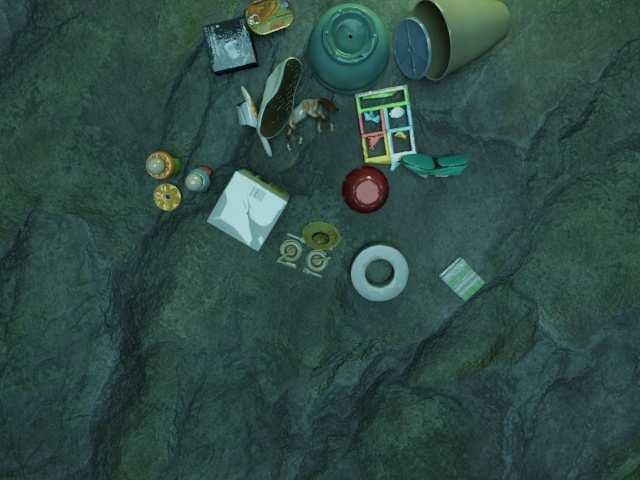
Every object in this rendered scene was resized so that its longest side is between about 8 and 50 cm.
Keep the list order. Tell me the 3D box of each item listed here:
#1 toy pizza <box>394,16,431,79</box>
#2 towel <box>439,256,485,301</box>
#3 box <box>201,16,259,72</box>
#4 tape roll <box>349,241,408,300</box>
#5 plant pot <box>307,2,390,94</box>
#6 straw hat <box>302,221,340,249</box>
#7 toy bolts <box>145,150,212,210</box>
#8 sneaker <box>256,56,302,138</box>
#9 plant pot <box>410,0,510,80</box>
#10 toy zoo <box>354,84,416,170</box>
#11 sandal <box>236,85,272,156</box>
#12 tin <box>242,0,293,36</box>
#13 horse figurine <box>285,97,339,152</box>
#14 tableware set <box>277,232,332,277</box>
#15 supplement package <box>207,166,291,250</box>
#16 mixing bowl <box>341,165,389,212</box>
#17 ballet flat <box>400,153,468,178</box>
[{"bbox_3d":[0.316,-0.648,1.661,0.032,0.201,0.202,-21,102,-20],"label":"toy pizza"},{"bbox_3d":[0.547,0.149,1.904,0.152,0.023,0.113,44,101,-10],"label":"towel"},{"bbox_3d":[-0.309,-0.671,1.704,0.158,0.093,0.156,-13,101,2],"label":"box"},{"bbox_3d":[0.222,0.117,1.870,0.219,0.072,0.220,0,102,0],"label":"tape roll"},{"bbox_3d":[0.096,-0.655,1.638,0.292,0.196,0.294,0,95,2],"label":"plant pot"},{"bbox_3d":[0.000,0.000,1.849,0.144,0.145,0.061,10,141,-2],"label":"straw hat"},{"bbox_3d":[-0.514,-0.201,1.765,0.228,0.158,0.219,8,101,-1],"label":"toy bolts"},{"bbox_3d":[-0.154,-0.491,1.724,0.105,0.123,0.290,25,87,-32],"label":"sneaker"},{"bbox_3d":[0.477,-0.695,1.636,0.273,0.256,0.257,-20,101,-12],"label":"plant pot"},{"bbox_3d":[0.239,-0.398,1.787,0.192,0.030,0.294,-9,101,2],"label":"toy zoo"},{"bbox_3d":[-0.249,-0.414,1.751,0.076,0.102,0.266,-21,102,2],"label":"sandal"},{"bbox_3d":[-0.176,-0.760,1.670,0.189,0.040,0.106,-31,105,-27],"label":"tin"},{"bbox_3d":[-0.060,-0.436,1.754,0.263,0.066,0.175,-24,79,14],"label":"horse figurine"},{"bbox_3d":[-0.062,0.061,1.877,0.194,0.039,0.128,20,101,-4],"label":"tableware set"},{"bbox_3d":[-0.240,-0.119,1.727,0.199,0.263,0.198,31,99,-6],"label":"supplement package"},{"bbox_3d":[0.168,-0.180,1.798,0.181,0.098,0.182,0,102,1],"label":"mixing bowl"},{"bbox_3d":[0.409,-0.262,1.786,0.247,0.083,0.087,-1,140,-4],"label":"ballet flat"}]
